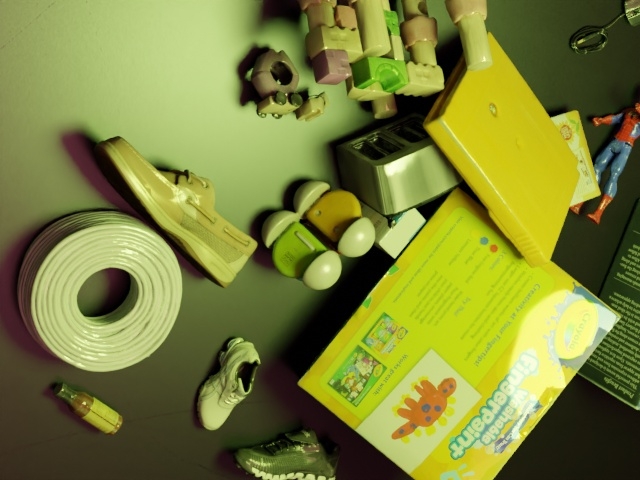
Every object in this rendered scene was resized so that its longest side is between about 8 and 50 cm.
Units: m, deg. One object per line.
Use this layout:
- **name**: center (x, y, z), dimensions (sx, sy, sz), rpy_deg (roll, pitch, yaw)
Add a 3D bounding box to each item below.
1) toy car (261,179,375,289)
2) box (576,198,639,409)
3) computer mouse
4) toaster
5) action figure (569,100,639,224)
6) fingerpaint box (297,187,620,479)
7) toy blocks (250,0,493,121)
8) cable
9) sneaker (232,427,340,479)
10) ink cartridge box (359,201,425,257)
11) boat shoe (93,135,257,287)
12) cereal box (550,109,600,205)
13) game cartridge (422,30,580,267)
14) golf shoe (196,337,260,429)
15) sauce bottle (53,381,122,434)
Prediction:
- **toy car**: center (0.000, 0.000, 1.842), dimensions (0.182, 0.159, 0.136), rpy_deg (-44, 158, -8)
- **box**: center (0.755, 0.152, 2.233), dimensions (0.293, 0.212, 0.396), rpy_deg (13, 102, -31)
- **computer mouse**: center (0.576, -0.423, 2.038), dimensions (0.242, 0.041, 0.071), rpy_deg (-36, 121, -12)
- **toaster**: center (0.136, -0.126, 1.829), dimensions (0.168, 0.185, 0.110), rpy_deg (-25, 122, -17)
- **action figure**: center (0.563, -0.184, 2.078), dimensions (0.139, 0.091, 0.280), rpy_deg (30, 92, -49)
- **fingerpaint box**: center (0.239, 0.194, 1.912), dimensions (0.371, 0.163, 0.445), rpy_deg (38, 87, 3)
- **toy blocks**: center (0.067, -0.363, 1.722), dimensions (0.288, 0.309, 0.260), rpy_deg (-1, 75, -39)
- **cable**: center (-0.348, 0.083, 1.704), dimensions (0.257, 0.089, 0.257), rpy_deg (12, 101, -30)
- **sneaker**: center (-0.055, 0.390, 1.976), dimensions (0.234, 0.078, 0.106), rpy_deg (18, 96, -35)
- **ink cartridge box**: center (0.113, -0.035, 1.885), dimensions (0.088, 0.122, 0.052), rpy_deg (-50, 126, -3)
- **boat shoe**: center (-0.227, -0.063, 1.708), dimensions (0.110, 0.121, 0.341), rpy_deg (-49, 132, -10)
- **cereal box**: center (0.405, -0.133, 1.995), dimensions (0.240, 0.047, 0.173), rpy_deg (-18, 95, -31)
- **game cartridge**: center (0.322, -0.158, 1.840), dimensions (0.324, 0.052, 0.285), rpy_deg (52, 43, -20)
- **golf shoe**: center (-0.159, 0.260, 1.868), dimensions (0.069, 0.086, 0.176), rpy_deg (16, 101, -33)
- **sauce bottle**: center (-0.387, 0.277, 1.780), dimensions (0.042, 0.042, 0.128), rpy_deg (-49, 121, -5)
